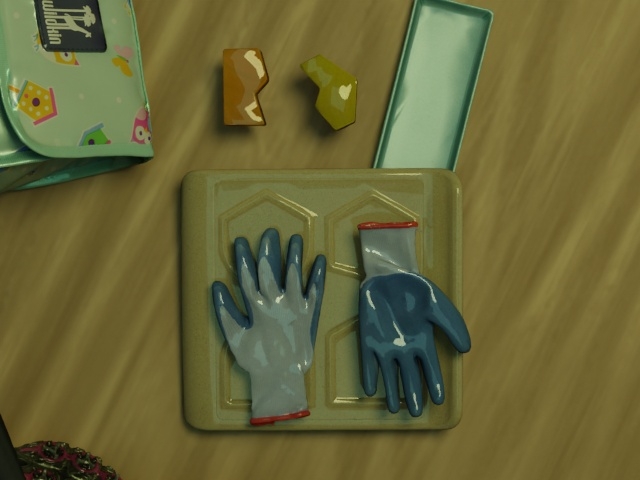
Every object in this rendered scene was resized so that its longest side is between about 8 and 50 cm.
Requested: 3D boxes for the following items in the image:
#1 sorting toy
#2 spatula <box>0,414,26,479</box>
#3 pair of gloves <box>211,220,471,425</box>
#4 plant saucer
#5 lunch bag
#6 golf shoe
[{"bbox_3d":[0.000,0.000,1.037,0.229,0.041,0.307,0,93,5],"label":"sorting toy"},{"bbox_3d":[-0.220,0.201,0.967,0.084,0.030,0.296,-9,125,10],"label":"spatula"},{"bbox_3d":[0.016,0.064,1.006,0.198,0.023,0.159,-6,94,6],"label":"pair of gloves"},{"bbox_3d":[0.088,-0.103,1.054,0.067,0.018,0.192,14,90,1],"label":"plant saucer"},{"bbox_3d":[-0.267,-0.147,0.990,0.262,0.160,0.223,-10,85,-11],"label":"lunch bag"},{"bbox_3d":[-0.242,0.203,1.033,0.186,0.067,0.086,19,125,-7],"label":"golf shoe"}]
